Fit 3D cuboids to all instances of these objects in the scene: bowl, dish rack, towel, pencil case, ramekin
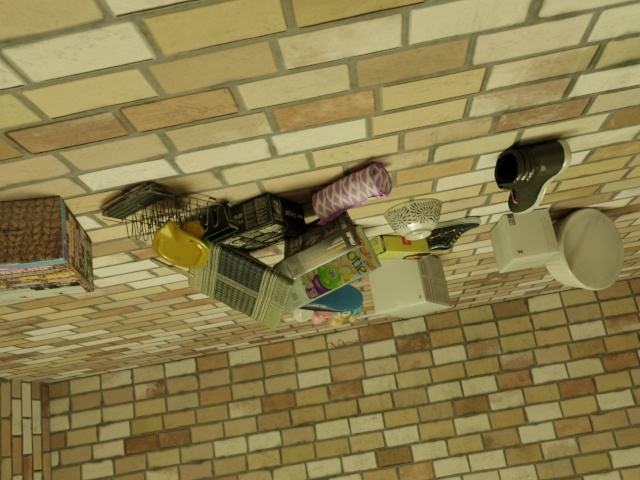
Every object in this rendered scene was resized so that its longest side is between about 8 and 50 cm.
[{"bbox_3d":[0.271,-0.050,1.745,0.170,0.080,0.170,-9,162,-3],"label":"bowl"},{"bbox_3d":[-0.353,-0.048,1.424,0.208,0.074,0.271,-22,159,33],"label":"dish rack"},{"bbox_3d":[-0.229,0.111,1.720,0.312,0.056,0.324,27,148,2],"label":"towel"},{"bbox_3d":[0.074,-0.108,1.442,0.206,0.088,0.086,-23,156,39],"label":"pencil case"},{"bbox_3d":[0.867,0.034,2.055,0.273,0.272,0.127,-2,174,-23],"label":"ramekin"}]

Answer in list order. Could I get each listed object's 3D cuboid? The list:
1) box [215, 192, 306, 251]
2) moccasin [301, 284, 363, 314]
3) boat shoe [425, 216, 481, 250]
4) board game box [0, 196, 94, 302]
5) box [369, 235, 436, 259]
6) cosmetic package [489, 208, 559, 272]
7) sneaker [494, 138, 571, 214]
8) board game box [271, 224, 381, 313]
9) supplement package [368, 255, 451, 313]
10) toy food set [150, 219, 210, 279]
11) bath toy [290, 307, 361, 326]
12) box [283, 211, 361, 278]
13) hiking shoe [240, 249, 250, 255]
[{"bbox_3d":[-0.151,-0.041,1.544,0.180,0.077,0.147,-20,160,30],"label":"box"},{"bbox_3d":[-0.008,0.213,2.396,0.342,0.137,0.117,9,163,-11],"label":"moccasin"},{"bbox_3d":[0.417,-0.017,1.921,0.183,0.083,0.065,-11,163,2],"label":"boat shoe"},{"bbox_3d":[-0.665,0.031,1.387,0.232,0.141,0.291,-7,162,-10],"label":"board game box"},{"bbox_3d":[0.267,0.025,2.018,0.232,0.058,0.087,2,159,-31],"label":"box"},{"bbox_3d":[0.661,0.004,2.007,0.151,0.151,0.183,-9,164,-2],"label":"cosmetic package"},{"bbox_3d":[0.485,-0.150,1.521,0.147,0.104,0.295,-5,156,-8],"label":"sneaker"},{"bbox_3d":[0.013,0.080,1.773,0.275,0.142,0.144,-22,173,-36],"label":"board game box"},{"bbox_3d":[0.328,0.165,2.257,0.199,0.198,0.263,-18,161,28],"label":"supplement package"},{"bbox_3d":[-0.313,0.003,1.401,0.128,0.071,0.218,23,151,-13],"label":"toy food set"},{"bbox_3d":[0.009,0.300,2.658,0.348,0.151,0.129,4,-167,-37],"label":"bath toy"},{"bbox_3d":[0.000,0.000,1.534,0.183,0.056,0.231,-27,-165,4],"label":"box"},{"bbox_3d":[-0.247,0.083,1.826,0.086,0.114,0.227,-6,162,-10],"label":"hiking shoe"}]
